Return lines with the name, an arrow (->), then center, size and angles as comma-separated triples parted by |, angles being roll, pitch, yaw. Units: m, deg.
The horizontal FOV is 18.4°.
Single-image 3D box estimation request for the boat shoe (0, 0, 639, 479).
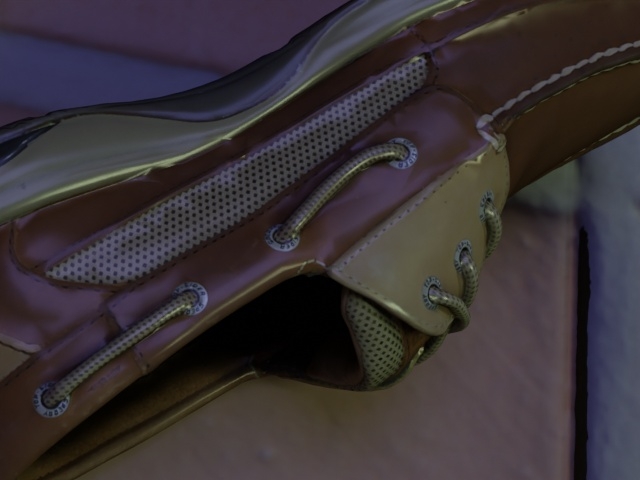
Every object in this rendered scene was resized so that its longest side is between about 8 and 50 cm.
boat shoe -> 0.000, 0.000, 0.697 | 0.324, 0.122, 0.120 | -23, 68, -18
